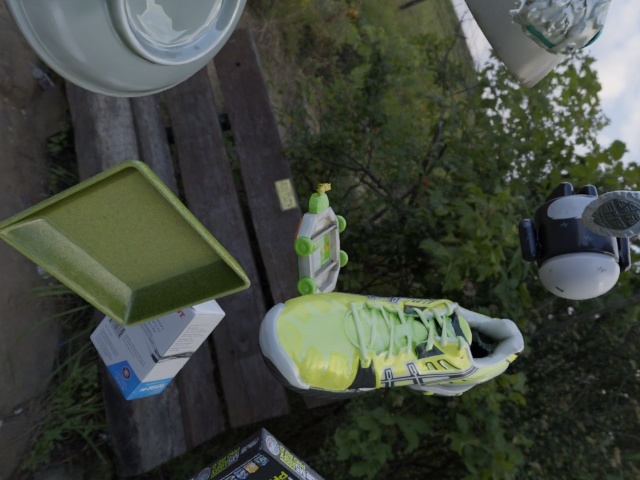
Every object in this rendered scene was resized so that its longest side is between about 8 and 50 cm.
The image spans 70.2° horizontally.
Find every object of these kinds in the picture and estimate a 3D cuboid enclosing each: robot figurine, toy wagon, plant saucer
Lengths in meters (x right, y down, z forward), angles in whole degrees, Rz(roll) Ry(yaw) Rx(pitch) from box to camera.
[{"bbox_3d":[0.606,0.003,1.090,0.173,0.209,0.278,32,57,-43],"label":"robot figurine"},{"bbox_3d":[0.000,0.000,1.355,0.267,0.068,0.344,-35,125,-60],"label":"toy wagon"},{"bbox_3d":[-0.215,-0.366,0.635,0.100,0.400,0.400,39,2,18],"label":"plant saucer"},{"bbox_3d":[-0.198,0.005,0.486,0.188,0.188,0.045,55,25,-38],"label":"plant saucer"}]

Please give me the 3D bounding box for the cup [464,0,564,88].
[{"bbox_3d":[0.504,-0.562,1.045,0.331,0.237,0.331,28,46,-34],"label":"cup"}]

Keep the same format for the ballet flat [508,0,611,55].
[{"bbox_3d":[0.353,-0.467,0.627,0.147,0.147,0.409,26,75,-74],"label":"ballet flat"}]

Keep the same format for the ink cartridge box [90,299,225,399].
[{"bbox_3d":[-0.287,0.150,0.801,0.148,0.203,0.086,46,11,26],"label":"ink cartridge box"}]

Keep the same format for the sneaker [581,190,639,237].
[{"bbox_3d":[0.618,-0.056,0.843,0.115,0.232,0.090,2,79,-43],"label":"sneaker"}]

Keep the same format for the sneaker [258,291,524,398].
[{"bbox_3d":[0.103,0.121,0.601,0.385,0.147,0.145,9,53,-32],"label":"sneaker"}]

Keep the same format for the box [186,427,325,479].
[{"bbox_3d":[-0.157,0.565,1.012,0.216,0.270,0.060,49,12,-18],"label":"box"}]
